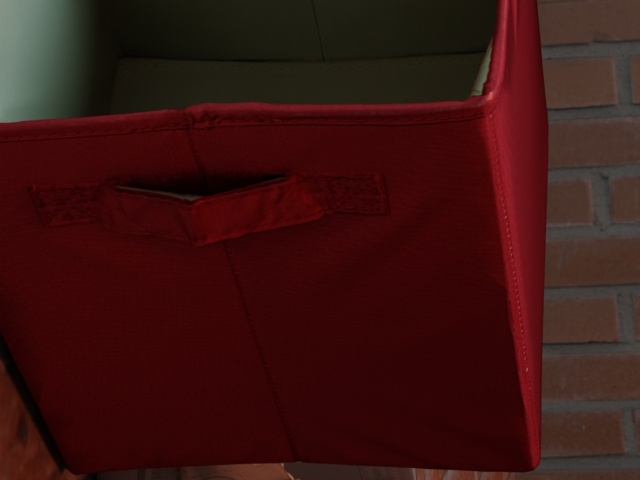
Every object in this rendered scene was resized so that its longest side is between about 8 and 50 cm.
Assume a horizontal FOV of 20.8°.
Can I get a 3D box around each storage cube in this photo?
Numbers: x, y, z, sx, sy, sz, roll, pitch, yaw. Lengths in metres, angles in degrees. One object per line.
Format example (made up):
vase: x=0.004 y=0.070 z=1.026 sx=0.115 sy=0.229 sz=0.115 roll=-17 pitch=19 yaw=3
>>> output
storage cube: x=-0.014 y=-0.046 z=0.625 sx=0.193 sy=0.183 sz=0.215 roll=76 pitch=16 yaw=-47

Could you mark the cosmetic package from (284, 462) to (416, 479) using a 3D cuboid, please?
cosmetic package: x=0.000 y=0.000 z=0.902 sx=0.127 sy=0.107 sz=0.238 roll=71 pitch=16 yaw=-64

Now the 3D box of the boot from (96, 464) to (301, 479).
boot: x=-0.023 y=0.121 z=0.696 sx=0.095 sy=0.123 sz=0.258 roll=65 pitch=25 yaw=-63
